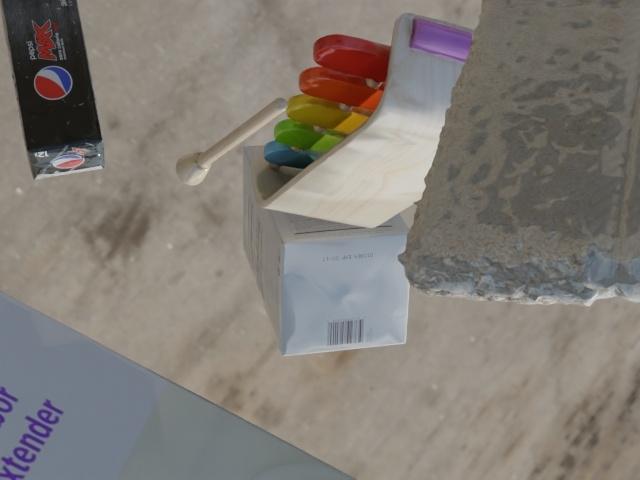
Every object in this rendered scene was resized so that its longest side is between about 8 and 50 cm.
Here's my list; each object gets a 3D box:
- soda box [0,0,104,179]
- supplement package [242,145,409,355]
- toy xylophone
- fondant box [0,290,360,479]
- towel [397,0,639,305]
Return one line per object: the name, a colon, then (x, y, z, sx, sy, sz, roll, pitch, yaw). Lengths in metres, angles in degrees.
soda box: (-0.208, -0.136, 0.986, 0.060, 0.169, 0.053, -10, 160, -11)
supplement package: (0.000, 0.000, 1.392, 0.139, 0.244, 0.134, -4, 118, -11)
toy xylophone: (0.022, -0.094, 1.113, 0.236, 0.081, 0.322, 14, 157, -31)
fondant box: (-0.038, 0.165, 0.323, 0.096, 0.330, 0.238, -60, -176, 36)
towel: (0.153, -0.064, 0.602, 0.282, 0.187, 0.049, -67, 154, -46)
